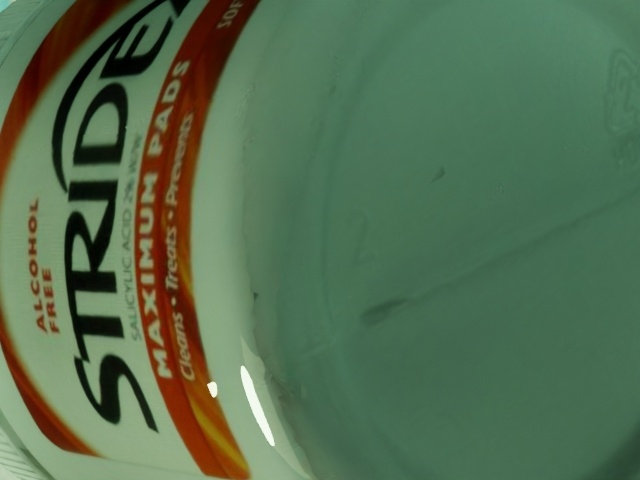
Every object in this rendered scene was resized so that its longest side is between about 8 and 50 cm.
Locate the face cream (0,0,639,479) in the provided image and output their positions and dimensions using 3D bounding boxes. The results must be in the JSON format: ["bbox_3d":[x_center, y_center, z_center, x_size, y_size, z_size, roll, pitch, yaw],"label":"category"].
[{"bbox_3d":[0.000,0.000,0.607,0.187,0.201,0.201,1,137,50],"label":"face cream"}]
